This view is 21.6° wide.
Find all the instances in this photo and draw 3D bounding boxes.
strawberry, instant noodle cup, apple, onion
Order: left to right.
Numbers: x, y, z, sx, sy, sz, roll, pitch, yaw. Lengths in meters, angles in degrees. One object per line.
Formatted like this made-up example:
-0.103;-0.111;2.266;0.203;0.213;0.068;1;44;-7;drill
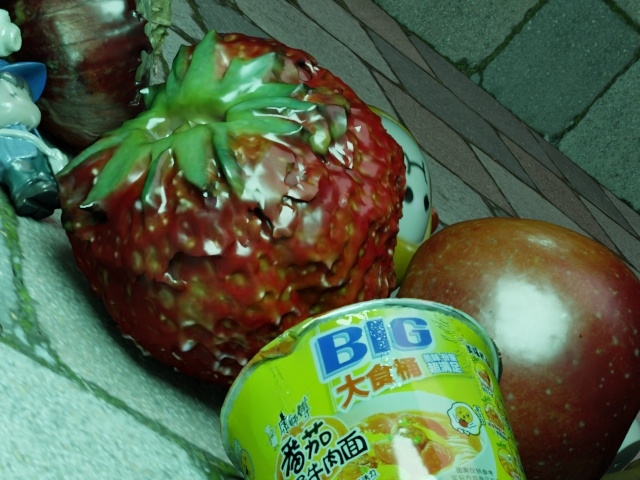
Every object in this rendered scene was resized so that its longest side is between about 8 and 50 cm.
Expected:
-0.223;-0.203;1.419;0.195;0.272;0.272;-4;26;-6;onion
-0.041;0.004;1.228;0.238;0.250;0.288;50;-11;50;strawberry
0.043;0.160;1.096;0.205;0.205;0.153;31;29;-39;instant noodle cup
0.152;0.089;1.292;0.201;0.218;0.218;18;11;10;apple

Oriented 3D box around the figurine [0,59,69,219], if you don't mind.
-0.239;-0.077;1.277;0.077;0.079;0.136;22;48;-63;figurine

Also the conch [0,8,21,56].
-0.328;-0.179;1.128;0.275;0.149;0.183;43;18;10;conch

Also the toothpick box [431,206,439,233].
0.118;-0.024;2.099;0.047;0.047;0.083;46;13;11;toothpick box

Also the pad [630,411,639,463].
0.364;0.252;1.871;0.143;0.003;0.211;-29;67;-34;pad

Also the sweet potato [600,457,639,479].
0.333;0.264;1.691;0.109;0.109;0.385;50;20;27;sweet potato

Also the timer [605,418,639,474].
0.275;0.193;1.777;0.136;0.099;0.136;51;5;-6;timer

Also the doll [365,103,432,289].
0.000;0.000;1.477;0.213;0.213;0.236;22;63;-55;doll
